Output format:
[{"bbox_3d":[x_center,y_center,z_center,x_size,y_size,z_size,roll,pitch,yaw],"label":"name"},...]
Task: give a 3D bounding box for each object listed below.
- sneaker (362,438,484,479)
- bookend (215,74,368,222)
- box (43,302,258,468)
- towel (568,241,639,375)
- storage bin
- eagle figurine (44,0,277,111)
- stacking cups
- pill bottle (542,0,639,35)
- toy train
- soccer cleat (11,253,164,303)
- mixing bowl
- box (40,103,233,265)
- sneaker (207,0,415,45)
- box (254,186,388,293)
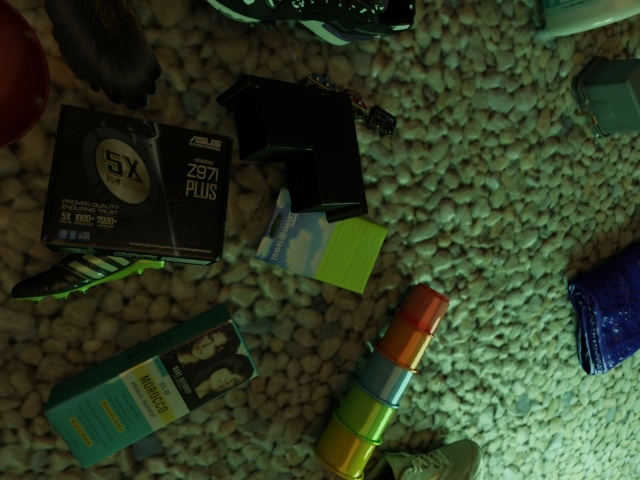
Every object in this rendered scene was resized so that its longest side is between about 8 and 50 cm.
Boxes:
[{"bbox_3d":[0.172,0.416,0.795,0.262,0.099,0.121,-25,107,-15],"label":"sneaker"},{"bbox_3d":[-0.030,-0.099,0.544,0.156,0.072,0.158,-7,87,-42],"label":"bookend"},{"bbox_3d":[-0.215,0.188,0.602,0.244,0.060,0.101,-26,111,-13],"label":"box"},{"bbox_3d":[0.653,0.122,0.917,0.308,0.076,0.228,-26,112,-14],"label":"towel"},{"bbox_3d":[0.503,-0.238,0.759,0.098,0.091,0.135,-45,114,-5],"label":"storage bin"},{"bbox_3d":[-0.200,-0.313,0.438,0.226,0.225,0.298,-1,145,19],"label":"eagle figurine"},{"bbox_3d":[0.098,0.213,0.722,0.095,0.096,0.317,28,88,-25],"label":"stacking cups"},{"bbox_3d":[0.376,-0.441,0.627,0.146,0.146,0.264,-25,111,-14],"label":"pill bottle"},{"bbox_3d":[0.042,-0.190,0.625,0.158,0.027,0.036,21,92,-25],"label":"toy train"},{"bbox_3d":[-0.274,0.022,0.543,0.178,0.060,0.073,-18,100,-23],"label":"soccer cleat"},{"bbox_3d":[-0.370,-0.171,0.430,0.181,0.098,0.182,-6,105,-21],"label":"mixing bowl"},{"bbox_3d":[-0.200,-0.054,0.512,0.179,0.077,0.148,8,79,-23],"label":"box"},{"bbox_3d":[0.004,-0.276,0.468,0.283,0.124,0.108,-16,116,-49],"label":"sneaker"},{"bbox_3d":[0.000,0.000,0.648,0.178,0.042,0.109,20,95,-24],"label":"box"}]
